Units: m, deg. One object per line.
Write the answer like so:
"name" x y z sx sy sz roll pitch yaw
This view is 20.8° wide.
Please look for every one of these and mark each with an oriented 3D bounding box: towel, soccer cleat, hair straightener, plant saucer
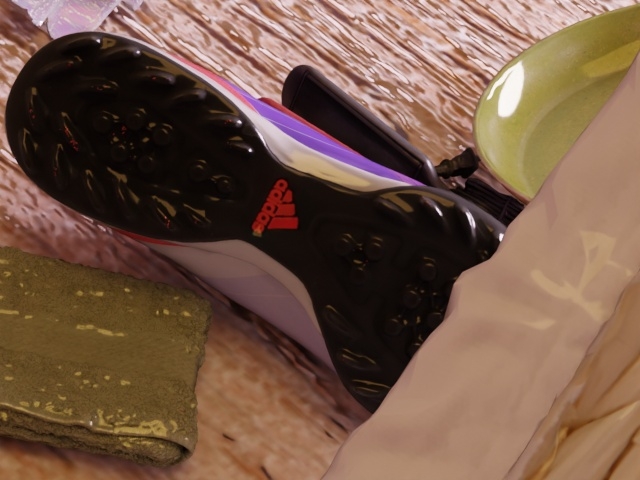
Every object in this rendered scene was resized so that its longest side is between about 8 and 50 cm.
"towel" -0.125 0.050 0.799 0.148 0.027 0.110 11 42 -6
"soccer cleat" 0.000 0.000 0.843 0.318 0.108 0.116 30 6 0
"hair straightener" 0.074 -0.027 0.925 0.230 0.047 0.089 30 45 13
"plant saucer" 0.203 -0.061 0.928 0.241 0.037 0.241 -9 33 6

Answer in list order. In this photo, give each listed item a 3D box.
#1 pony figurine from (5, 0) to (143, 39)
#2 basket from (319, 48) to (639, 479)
"pony figurine" -0.146 -0.334 1.001 0.303 0.363 0.351 36 62 9
"basket" 0.130 0.143 0.497 0.266 0.328 0.331 36 87 15
